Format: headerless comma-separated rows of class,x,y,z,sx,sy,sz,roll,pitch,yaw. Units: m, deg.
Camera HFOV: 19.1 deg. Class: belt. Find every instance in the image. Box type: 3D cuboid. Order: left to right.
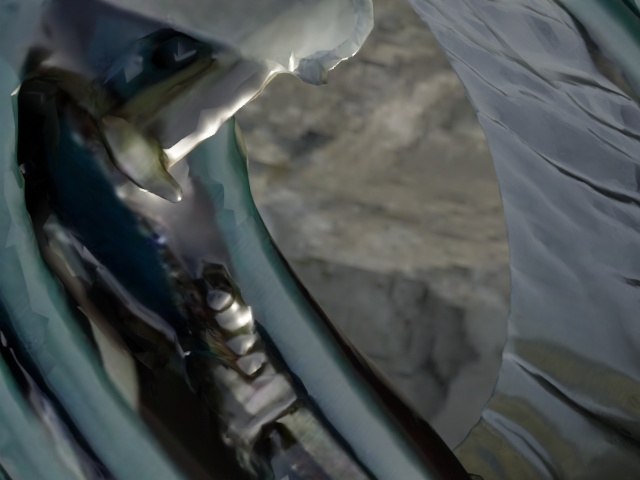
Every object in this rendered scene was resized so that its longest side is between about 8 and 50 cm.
belt,0.000,0.001,0.583,0.173,0.300,0.436,29,164,51
